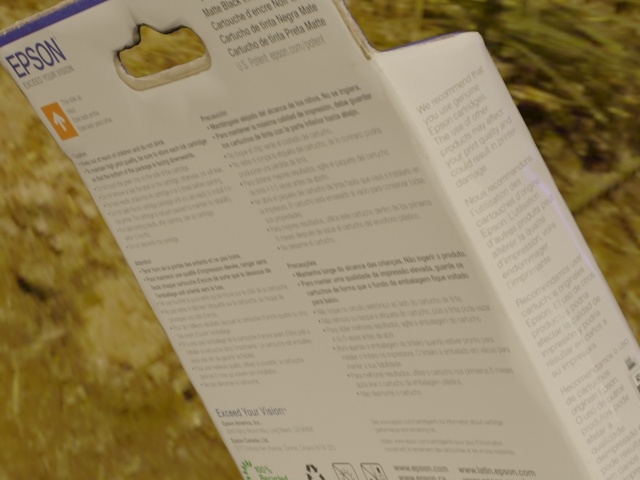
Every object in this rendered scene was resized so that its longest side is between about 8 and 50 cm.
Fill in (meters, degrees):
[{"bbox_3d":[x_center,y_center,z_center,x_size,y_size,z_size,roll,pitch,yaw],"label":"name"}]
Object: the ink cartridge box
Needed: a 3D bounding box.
[{"bbox_3d":[0.000,0.000,0.670,0.045,0.223,0.224,-36,105,-29],"label":"ink cartridge box"}]
